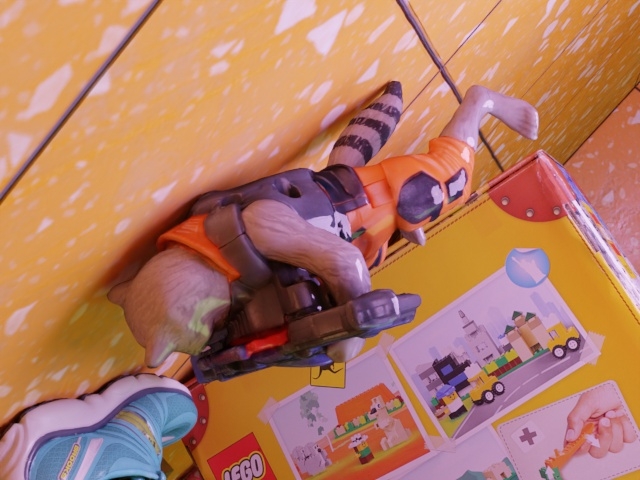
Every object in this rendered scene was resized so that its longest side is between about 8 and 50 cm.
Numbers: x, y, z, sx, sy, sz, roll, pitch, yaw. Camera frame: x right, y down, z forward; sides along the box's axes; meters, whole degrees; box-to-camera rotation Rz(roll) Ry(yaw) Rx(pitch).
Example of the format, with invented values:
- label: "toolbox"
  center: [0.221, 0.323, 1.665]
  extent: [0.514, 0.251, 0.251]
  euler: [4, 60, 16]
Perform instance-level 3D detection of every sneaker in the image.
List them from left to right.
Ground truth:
- label: "sneaker"
  center: [-0.182, 0.195, 0.766]
  extent: [0.107, 0.110, 0.275]
  euler: [-50, 168, 14]

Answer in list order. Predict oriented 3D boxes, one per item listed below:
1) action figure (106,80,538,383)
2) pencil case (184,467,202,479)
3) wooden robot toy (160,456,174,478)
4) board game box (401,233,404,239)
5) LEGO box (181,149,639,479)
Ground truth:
- label: "action figure"
  center: [-0.024, 0.005, 0.706]
  extent: [0.330, 0.178, 0.341]
  euler: [-28, 180, -37]
- label: "pencil case"
  center: [-0.195, 0.446, 1.492]
  extent: [0.284, 0.124, 0.124]
  euler: [-40, 166, -28]
- label: "wooden robot toy"
  center: [-0.223, 0.322, 1.095]
  extent: [0.076, 0.079, 0.173]
  euler: [-47, 167, -1]
- label: "board game box"
  center: [0.132, 0.042, 1.334]
  extent: [0.259, 0.030, 0.136]
  euler: [72, 25, -76]
- label: "LEGO box"
  center: [0.135, 0.204, 0.932]
  extent: [0.500, 0.372, 0.193]
  euler: [-34, 164, 18]
